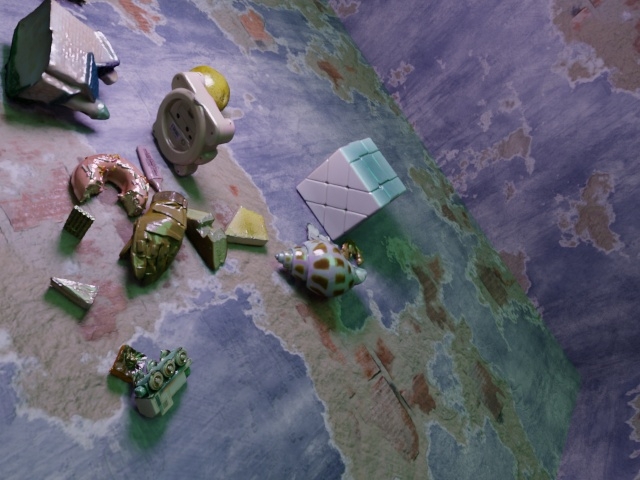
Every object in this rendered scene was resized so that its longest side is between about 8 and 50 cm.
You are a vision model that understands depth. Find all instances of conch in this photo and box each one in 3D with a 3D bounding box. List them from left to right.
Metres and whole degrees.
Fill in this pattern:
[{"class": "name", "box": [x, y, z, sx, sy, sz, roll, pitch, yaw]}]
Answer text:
[{"class": "conch", "box": [0.007, 0.103, 1.778, 0.368, 0.197, 0.249, 40, 7, -19]}]

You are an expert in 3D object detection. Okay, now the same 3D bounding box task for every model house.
[{"class": "model house", "box": [-0.799, -0.542, 1.448, 0.284, 0.243, 0.299, 19, 60, -54]}]

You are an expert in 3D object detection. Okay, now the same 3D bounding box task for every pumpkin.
[{"class": "pumpkin", "box": [-0.507, 0.325, 1.198, 0.074, 0.053, 0.083, 38, 36, -25]}]

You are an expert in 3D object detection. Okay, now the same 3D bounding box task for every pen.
[{"class": "pen", "box": [-0.590, -0.247, 1.574, 0.053, 0.032, 0.197, -10, 67, -49]}]

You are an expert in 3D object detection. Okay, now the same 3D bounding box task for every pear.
[{"class": "pear", "box": [-0.473, -0.602, 1.848, 0.197, 0.197, 0.198, 26, 45, -29]}]

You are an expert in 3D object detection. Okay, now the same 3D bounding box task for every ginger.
[{"class": "ginger", "box": [0.122, 0.061, 2.042, 0.193, 0.052, 0.177, 29, 44, -38]}]

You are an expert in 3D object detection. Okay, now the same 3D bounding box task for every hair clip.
[{"class": "hair clip", "box": [0.000, 0.000, 1.967, 0.172, 0.049, 0.116, 31, 38, -21]}]

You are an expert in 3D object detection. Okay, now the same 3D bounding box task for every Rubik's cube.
[{"class": "Rubik's cube", "box": [0.145, -0.239, 2.080, 0.322, 0.318, 0.315, 54, 38, 1]}]

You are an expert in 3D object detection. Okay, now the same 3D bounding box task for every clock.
[{"class": "clock", "box": [-0.464, -0.400, 1.595, 0.114, 0.309, 0.284, -27, 82, -50]}]

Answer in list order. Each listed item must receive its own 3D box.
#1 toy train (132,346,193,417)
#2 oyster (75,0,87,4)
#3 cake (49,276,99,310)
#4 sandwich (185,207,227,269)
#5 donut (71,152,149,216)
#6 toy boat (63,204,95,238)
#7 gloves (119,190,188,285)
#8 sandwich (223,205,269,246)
[{"class": "toy train", "box": [-0.418, 0.374, 1.217, 0.194, 0.080, 0.126, -45, 127, -60]}, {"class": "oyster", "box": [-1.010, -0.970, 1.672, 0.223, 0.083, 0.214, 49, 35, 5]}, {"class": "cake", "box": [-0.657, 0.128, 1.203, 0.121, 0.052, 0.065, 37, 46, -18]}, {"class": "sandwich", "box": [-0.393, -0.025, 1.554, 0.245, 0.088, 0.090, 54, 34, 3]}, {"class": "donut", "box": [-0.652, -0.189, 1.426, 0.232, 0.085, 0.199, 16, 50, -39]}, {"class": "toy boat", "box": [-0.677, -0.050, 1.265, 0.063, 0.115, 0.016, 37, 40, -18]}, {"class": "gloves", "box": [-0.503, -0.019, 1.397, 0.154, 0.141, 0.332, 31, 43, -27]}, {"class": "sandwich", "box": [-0.299, -0.063, 1.709, 0.192, 0.058, 0.163, 6, 55, -41]}]
